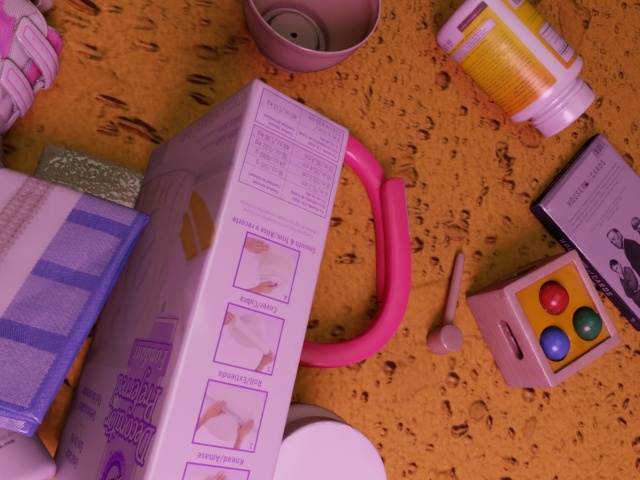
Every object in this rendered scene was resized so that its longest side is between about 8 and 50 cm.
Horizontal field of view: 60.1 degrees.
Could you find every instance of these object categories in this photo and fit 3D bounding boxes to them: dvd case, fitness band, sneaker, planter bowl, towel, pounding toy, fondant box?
[{"bbox_3d":[0.434,-0.016,0.806,0.239,0.029,0.179,48,67,-2],"label":"dvd case"},{"bbox_3d":[0.000,0.000,0.644,0.208,0.054,0.291,2,75,-16],"label":"fitness band"},{"bbox_3d":[-0.318,-0.182,0.549,0.111,0.103,0.253,-3,78,-18],"label":"sneaker"},{"bbox_3d":[-0.023,-0.270,0.669,0.161,0.109,0.162,5,75,-18],"label":"planter bowl"},{"bbox_3d":[-0.233,-0.035,0.583,0.148,0.027,0.110,19,71,-14],"label":"towel"},{"bbox_3d":[0.235,0.087,0.677,0.205,0.094,0.181,-23,85,-23],"label":"pounding toy"},{"bbox_3d":[-0.306,0.017,0.426,0.284,0.034,0.209,16,53,-3],"label":"towel"},{"bbox_3d":[-0.112,0.059,0.475,0.096,0.238,0.331,21,72,-31],"label":"fondant box"}]

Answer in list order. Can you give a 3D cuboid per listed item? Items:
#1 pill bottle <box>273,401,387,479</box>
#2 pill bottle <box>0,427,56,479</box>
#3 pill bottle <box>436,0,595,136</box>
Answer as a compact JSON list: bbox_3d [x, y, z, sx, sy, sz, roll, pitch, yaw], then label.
[{"bbox_3d":[-0.028,0.206,0.495,0.119,0.208,0.119,4,76,-18],"label":"pill bottle"},{"bbox_3d":[-0.333,0.135,0.445,0.131,0.131,0.229,-35,80,-23],"label":"pill bottle"},{"bbox_3d":[0.270,-0.247,0.759,0.215,0.117,0.117,45,67,-4],"label":"pill bottle"}]
